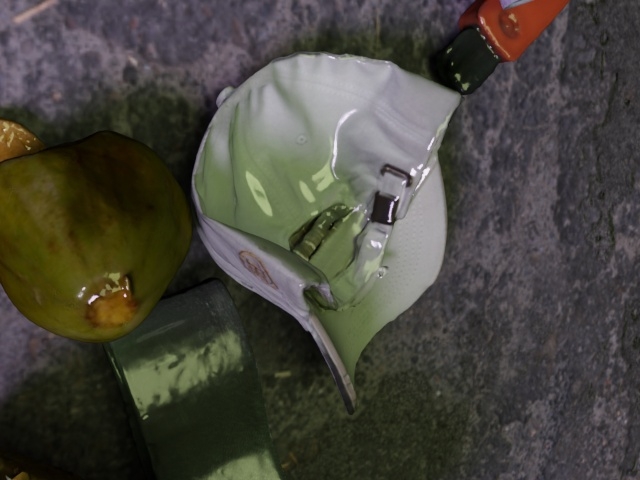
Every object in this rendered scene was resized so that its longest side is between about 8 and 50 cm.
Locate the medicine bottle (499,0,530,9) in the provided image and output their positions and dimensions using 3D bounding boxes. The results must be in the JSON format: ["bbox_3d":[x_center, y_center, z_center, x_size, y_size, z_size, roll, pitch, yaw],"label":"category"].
[{"bbox_3d":[0.184,-0.339,0.669,0.139,0.139,0.225,-24,98,-22],"label":"medicine bottle"}]

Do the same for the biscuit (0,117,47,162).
[{"bbox_3d":[-0.319,-0.046,0.535,0.240,0.035,0.158,-4,103,-34],"label":"biscuit"}]

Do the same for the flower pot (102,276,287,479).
[{"bbox_3d":[-0.110,0.148,0.647,0.108,0.103,0.229,-20,107,-24],"label":"flower pot"}]

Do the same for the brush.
[{"bbox_3d":[0.235,-0.274,0.783,0.323,0.051,0.070,-45,109,-10],"label":"brush"}]

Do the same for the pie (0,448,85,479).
[{"bbox_3d":[-0.116,0.302,0.527,0.418,0.395,0.180,39,60,-23],"label":"pie"}]

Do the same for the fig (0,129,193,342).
[{"bbox_3d":[-0.163,0.002,0.536,0.144,0.166,0.154,-31,140,3],"label":"fig"}]

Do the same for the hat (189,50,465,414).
[{"bbox_3d":[0.005,-0.001,0.676,0.258,0.168,0.301,-48,143,-34],"label":"hat"}]
